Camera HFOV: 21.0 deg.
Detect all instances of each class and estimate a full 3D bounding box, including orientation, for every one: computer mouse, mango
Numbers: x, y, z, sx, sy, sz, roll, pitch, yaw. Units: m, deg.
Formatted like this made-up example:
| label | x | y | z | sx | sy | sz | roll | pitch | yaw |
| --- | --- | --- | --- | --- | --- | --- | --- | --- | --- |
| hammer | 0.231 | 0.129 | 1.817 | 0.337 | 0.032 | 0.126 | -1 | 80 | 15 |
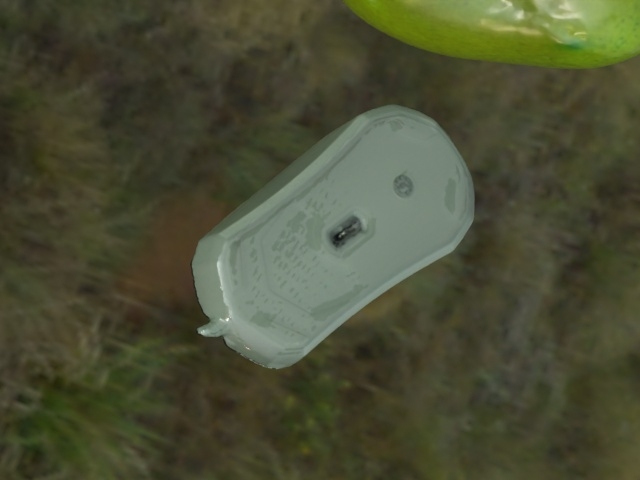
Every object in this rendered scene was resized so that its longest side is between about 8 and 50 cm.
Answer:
| label | x | y | z | sx | sy | sz | roll | pitch | yaw |
| --- | --- | --- | --- | --- | --- | --- | --- | --- | --- |
| computer mouse | 0.000 | 0.000 | 0.569 | 0.110 | 0.032 | 0.056 | -37 | 100 | -20 |
| mango | 0.124 | -0.218 | 1.233 | 0.149 | 0.273 | 0.185 | 89 | 17 | -56 |
